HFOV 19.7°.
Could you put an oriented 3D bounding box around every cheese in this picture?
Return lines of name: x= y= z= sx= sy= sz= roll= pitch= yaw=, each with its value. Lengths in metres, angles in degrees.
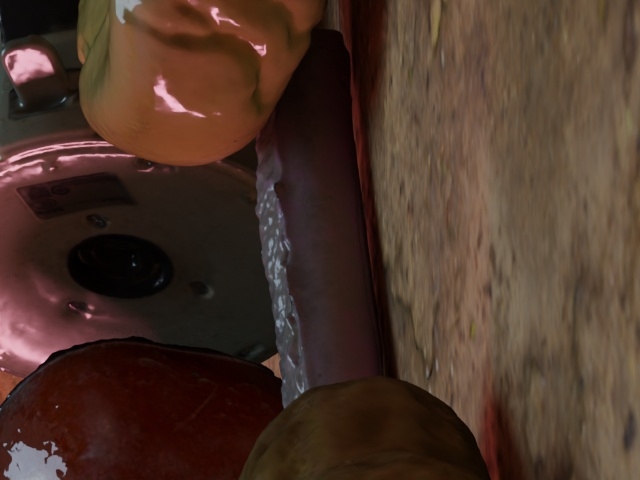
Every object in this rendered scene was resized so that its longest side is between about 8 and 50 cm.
cheese: x=-0.058 y=-0.143 z=0.906 sx=0.226 sy=0.117 sz=0.214 roll=125 pitch=152 yaw=-58

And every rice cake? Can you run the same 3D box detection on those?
rice cake: x=0.000 y=0.000 z=0.886 sx=0.049 sy=0.055 sz=0.270 roll=113 pitch=159 yaw=-47

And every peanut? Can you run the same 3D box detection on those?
peanut: x=0.019 y=0.104 z=0.511 sx=0.226 sy=0.095 sz=0.108 roll=-97 pitch=23 yaw=-74

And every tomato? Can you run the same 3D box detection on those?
tomato: x=-0.085 y=0.166 z=1.072 sx=0.155 sy=0.214 sz=0.181 roll=52 pitch=132 yaw=51

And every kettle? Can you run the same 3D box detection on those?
kettle: x=-0.142 y=-0.151 z=1.172 sx=0.361 sy=0.250 sz=0.377 roll=63 pitch=-161 yaw=-49
